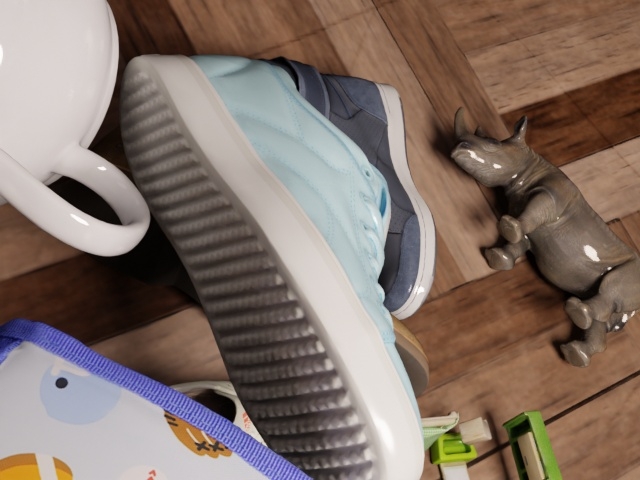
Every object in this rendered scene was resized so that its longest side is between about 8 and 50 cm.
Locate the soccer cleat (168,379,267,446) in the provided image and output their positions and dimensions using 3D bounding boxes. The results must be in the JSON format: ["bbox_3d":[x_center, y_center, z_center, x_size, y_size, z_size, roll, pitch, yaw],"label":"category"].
[{"bbox_3d":[-0.054,0.128,0.930,0.196,0.076,0.068,-3,66,-30],"label":"soccer cleat"}]

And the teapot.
[{"bbox_3d":[-0.222,-0.117,0.888,0.187,0.252,0.256,20,73,-46],"label":"teapot"}]

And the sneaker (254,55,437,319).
[{"bbox_3d":[-0.002,-0.046,1.034,0.163,0.086,0.226,14,48,-34],"label":"sneaker"}]

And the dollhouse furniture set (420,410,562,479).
[{"bbox_3d":[0.102,0.166,0.996,0.152,0.076,0.058,0,65,-29],"label":"dollhouse furniture set"}]

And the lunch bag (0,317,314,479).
[{"bbox_3d":[-0.118,0.273,0.724,0.385,0.239,0.328,41,53,-13],"label":"lunch bag"}]

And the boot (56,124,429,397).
[{"bbox_3d":[-0.039,0.010,0.990,0.305,0.112,0.115,33,43,-7],"label":"boot"}]

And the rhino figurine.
[{"bbox_3d":[0.191,-0.017,1.143,0.106,0.073,0.243,-32,81,-33],"label":"rhino figurine"}]

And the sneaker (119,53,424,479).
[{"bbox_3d":[0.000,0.000,0.844,0.150,0.135,0.366,-11,54,-27],"label":"sneaker"}]
